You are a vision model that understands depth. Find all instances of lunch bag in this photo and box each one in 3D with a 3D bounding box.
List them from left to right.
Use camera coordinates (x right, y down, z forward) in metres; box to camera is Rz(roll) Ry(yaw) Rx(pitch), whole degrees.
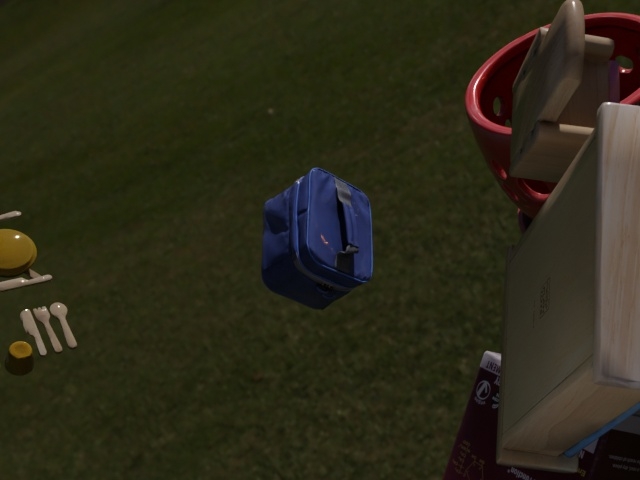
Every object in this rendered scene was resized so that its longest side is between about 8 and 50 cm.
[{"bbox_3d":[0.000,0.000,0.860,0.065,0.067,0.098,-36,44,40],"label":"lunch bag"}]

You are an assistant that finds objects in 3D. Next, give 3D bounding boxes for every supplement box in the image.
[{"bbox_3d":[0.140,0.212,0.803,0.130,0.073,0.239,22,95,55],"label":"supplement box"}]

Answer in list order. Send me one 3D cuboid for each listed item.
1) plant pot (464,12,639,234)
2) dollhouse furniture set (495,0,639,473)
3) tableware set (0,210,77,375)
[{"bbox_3d":[0.249,-0.089,1.064,0.191,0.174,0.191,-20,34,14],"label":"plant pot"},{"bbox_3d":[0.271,0.008,0.634,0.198,0.303,0.286,106,171,-68],"label":"dollhouse furniture set"},{"bbox_3d":[-0.262,0.045,0.908,0.104,0.154,0.024,-14,-34,-28],"label":"tableware set"}]
